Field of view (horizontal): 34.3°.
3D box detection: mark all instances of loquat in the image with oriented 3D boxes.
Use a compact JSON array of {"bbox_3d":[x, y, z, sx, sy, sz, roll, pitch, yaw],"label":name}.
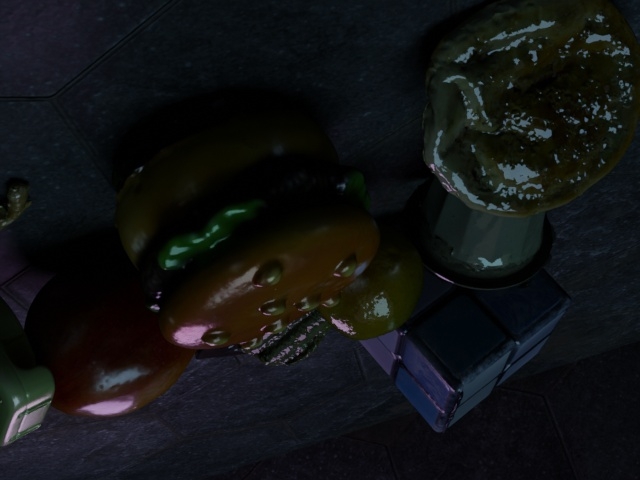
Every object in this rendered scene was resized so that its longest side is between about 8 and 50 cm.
[{"bbox_3d":[0.069,0.048,1.809,0.213,0.246,0.213,-19,-160,7],"label":"loquat"}]

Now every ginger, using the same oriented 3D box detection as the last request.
[{"bbox_3d":[-0.530,-0.046,1.552,0.193,0.052,0.176,-12,150,-15],"label":"ginger"}]

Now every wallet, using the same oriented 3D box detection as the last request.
[{"bbox_3d":[-0.167,0.227,2.408,0.229,0.049,0.182,-4,156,-25],"label":"wallet"}]

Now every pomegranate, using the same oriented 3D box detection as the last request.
[{"bbox_3d":[-0.279,-0.103,1.589,0.073,0.073,0.084,14,121,-50],"label":"pomegranate"}]

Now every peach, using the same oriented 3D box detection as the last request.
[{"bbox_3d":[-0.356,0.159,1.829,0.332,0.308,0.308,-29,154,14],"label":"peach"}]

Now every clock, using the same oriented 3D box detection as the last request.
[{"bbox_3d":[-0.566,0.179,1.733,0.096,0.308,0.235,-28,165,-34],"label":"clock"}]

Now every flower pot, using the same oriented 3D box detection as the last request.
[{"bbox_3d":[0.292,-0.091,1.815,0.290,0.290,0.259,-12,143,-13],"label":"flower pot"}]

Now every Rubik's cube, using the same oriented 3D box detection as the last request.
[{"bbox_3d":[0.273,0.152,2.115,0.313,0.318,0.316,-35,161,-16],"label":"Rubik's cube"}]

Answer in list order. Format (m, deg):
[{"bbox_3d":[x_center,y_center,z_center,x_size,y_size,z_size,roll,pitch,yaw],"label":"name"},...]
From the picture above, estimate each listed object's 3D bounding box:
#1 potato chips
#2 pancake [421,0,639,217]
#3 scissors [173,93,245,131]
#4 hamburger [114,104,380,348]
[{"bbox_3d":[-0.138,0.109,2.004,0.358,0.070,0.429,24,141,-18],"label":"potato chips"},{"bbox_3d":[0.330,-0.205,1.573,0.387,0.082,0.387,-8,115,-17],"label":"pancake"},{"bbox_3d":[-0.162,-0.192,1.536,0.113,0.012,0.039,-24,156,13],"label":"scissors"},{"bbox_3d":[-0.098,0.004,1.602,0.396,0.277,0.396,-26,165,-8],"label":"hamburger"}]
